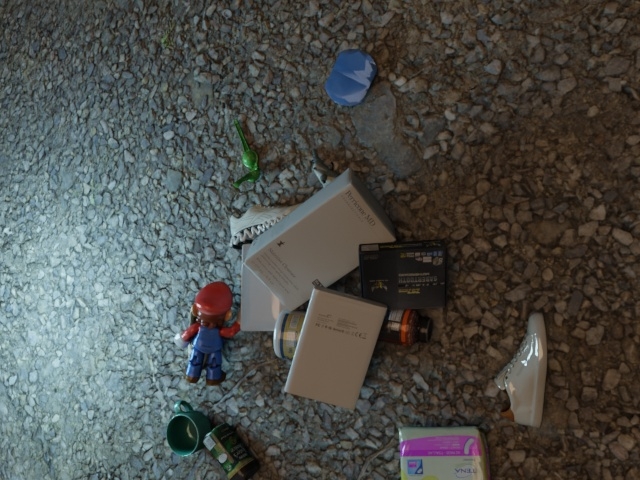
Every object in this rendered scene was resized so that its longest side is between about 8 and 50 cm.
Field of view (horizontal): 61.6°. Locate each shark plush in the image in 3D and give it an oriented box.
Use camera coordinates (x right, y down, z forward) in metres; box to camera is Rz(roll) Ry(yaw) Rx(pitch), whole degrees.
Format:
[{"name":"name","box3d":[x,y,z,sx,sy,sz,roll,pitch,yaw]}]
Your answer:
[{"name":"shark plush","box3d":[0.017,-0.215,1.649,0.067,0.073,0.161,-31,53,-1]}]

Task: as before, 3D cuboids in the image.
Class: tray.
[{"name":"tray","box3d":[-0.176,0.147,1.680,0.145,0.030,0.271,1,87,-6]}]

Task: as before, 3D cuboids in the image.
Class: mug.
[{"name":"mug","box3d":[-0.417,0.607,1.739,0.129,0.097,0.158,13,91,24]}]

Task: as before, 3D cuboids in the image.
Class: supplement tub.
[{"name":"supplement tub","box3d":[-0.024,0.281,1.559,0.199,0.144,0.144,5,88,13]},{"name":"supplement tub","box3d":[0.208,0.235,1.493,0.197,0.106,0.106,7,89,23]}]

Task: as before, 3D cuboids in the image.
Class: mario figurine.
[{"name":"mario figurine","box3d":[-0.341,0.285,1.711,0.170,0.198,0.321,18,99,50]}]

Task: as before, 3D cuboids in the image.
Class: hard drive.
[{"name":"hard drive","box3d":[0.039,0.293,1.456,0.203,0.040,0.308,15,103,-2]}]

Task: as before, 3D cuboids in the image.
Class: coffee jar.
[{"name":"coffee jar","box3d":[-0.279,0.669,1.677,0.079,0.096,0.184,-48,72,16]}]

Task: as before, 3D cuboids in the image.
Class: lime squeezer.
[{"name":"lime squeezer","box3d":[-0.244,-0.255,1.725,0.059,0.110,0.310,-39,41,33]}]

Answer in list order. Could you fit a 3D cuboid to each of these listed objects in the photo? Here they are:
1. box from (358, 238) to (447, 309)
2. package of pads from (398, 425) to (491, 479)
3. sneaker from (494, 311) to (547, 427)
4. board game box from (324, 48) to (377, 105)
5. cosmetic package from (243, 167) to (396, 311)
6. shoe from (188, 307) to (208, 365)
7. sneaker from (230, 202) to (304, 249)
[{"name":"box","box3d":[0.222,0.096,1.446,0.232,0.059,0.183,-3,115,5]},{"name":"package of pads","box3d":[0.329,0.635,1.383,0.229,0.101,0.297,-9,65,22]},{"name":"sneaker","box3d":[0.507,0.322,1.359,0.123,0.106,0.290,5,90,21]},{"name":"board game box","box3d":[0.097,-0.491,1.628,0.133,0.033,0.169,30,103,17]},{"name":"cosmetic package","box3d":[0.000,0.000,1.528,0.385,0.156,0.217,-37,107,19]},{"name":"shoe","box3d":[-0.412,0.320,1.776,0.076,0.058,0.219,3,88,23]},{"name":"sneaker","box3d":[-0.166,-0.069,1.677,0.292,0.110,0.118,-20,70,20]}]
